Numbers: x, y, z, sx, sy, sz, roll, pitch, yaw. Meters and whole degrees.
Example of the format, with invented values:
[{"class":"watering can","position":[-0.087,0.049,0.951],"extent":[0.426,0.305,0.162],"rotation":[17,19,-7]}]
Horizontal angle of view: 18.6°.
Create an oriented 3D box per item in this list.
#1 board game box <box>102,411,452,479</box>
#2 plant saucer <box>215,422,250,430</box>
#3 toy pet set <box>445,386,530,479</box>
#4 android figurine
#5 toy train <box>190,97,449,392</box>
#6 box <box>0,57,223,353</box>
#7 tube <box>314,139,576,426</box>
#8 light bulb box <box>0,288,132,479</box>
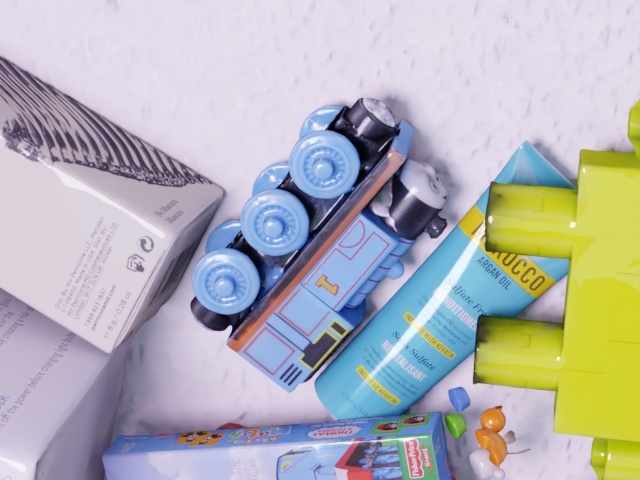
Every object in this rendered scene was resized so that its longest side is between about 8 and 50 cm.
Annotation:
[{"class":"board game box","position":[-0.017,0.192,1.215],"extent":[0.212,0.039,0.160],"rotation":[-6,108,17]},{"class":"plant saucer","position":[0.022,0.276,1.278],"extent":[0.259,0.048,0.258],"rotation":[17,109,10]},{"class":"toy pet set","position":[0.130,0.149,1.180],"extent":[0.065,0.122,0.114],"rotation":[-24,59,-16]},{"class":"android figurine","position":[0.228,0.036,1.136],"extent":[0.273,0.056,0.248],"rotation":[3,107,5]},{"class":"toy train","position":[0.000,0.000,1.189],"extent":[0.105,0.080,0.184],"rotation":[38,110,-8]},{"class":"box","position":[-0.207,-0.050,1.210],"extent":[0.275,0.113,0.094],"rotation":[31,111,3]},{"class":"tube","position":[0.084,0.036,1.194],"extent":[0.080,0.052,0.207],"rotation":[40,108,-12]},{"class":"light bulb box","position":[-0.341,0.194,1.215],"extent":[0.361,0.225,0.358],"rotation":[14,109,5]}]
